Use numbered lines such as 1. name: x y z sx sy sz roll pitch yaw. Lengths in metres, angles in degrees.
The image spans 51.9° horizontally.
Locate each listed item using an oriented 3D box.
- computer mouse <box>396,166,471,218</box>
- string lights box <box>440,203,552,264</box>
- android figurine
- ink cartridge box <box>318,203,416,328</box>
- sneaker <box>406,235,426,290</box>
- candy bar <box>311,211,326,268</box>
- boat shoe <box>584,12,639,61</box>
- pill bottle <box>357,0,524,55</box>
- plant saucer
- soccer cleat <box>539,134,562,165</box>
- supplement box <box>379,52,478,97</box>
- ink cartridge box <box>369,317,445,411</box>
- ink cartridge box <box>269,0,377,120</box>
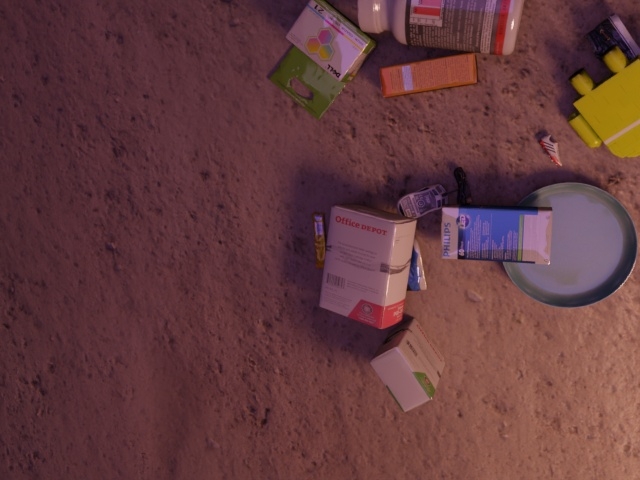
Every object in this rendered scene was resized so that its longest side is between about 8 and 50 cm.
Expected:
1. computer mouse: 0.291 -0.112 1.705 0.193 0.042 0.106 -17 101 14
2. string lights box: 0.431 -0.018 1.618 0.260 0.077 0.133 3 101 18
3. android figurine: 0.700 -0.303 1.497 0.273 0.056 0.248 46 128 -6
4. ink cartridge box: 0.122 0.060 1.718 0.207 0.117 0.282 17 107 35
5. sneaker: 0.230 0.064 1.749 0.085 0.058 0.152 -9 105 10
6. candy bar: 0.000 0.000 1.826 0.040 0.018 0.161 -3 100 14
7. boat shoe: 0.689 -0.422 1.511 0.083 0.065 0.183 -34 88 29
8. pill bottle: 0.281 -0.553 1.523 0.363 0.210 0.210 11 104 14
9. plant saucer: 0.611 0.012 1.632 0.318 0.044 0.317 3 102 16
10. soccer cleat: 0.569 -0.220 1.604 0.036 0.029 0.083 -37 85 24
11. supplement box: 0.269 -0.408 1.628 0.234 0.078 0.080 -7 99 19
12. ink cartridge box: 0.233 0.319 1.719 0.093 0.219 0.160 -34 90 23
13. ink cartridge box: -0.007 -0.463 1.690 0.189 0.097 0.255 41 109 5
